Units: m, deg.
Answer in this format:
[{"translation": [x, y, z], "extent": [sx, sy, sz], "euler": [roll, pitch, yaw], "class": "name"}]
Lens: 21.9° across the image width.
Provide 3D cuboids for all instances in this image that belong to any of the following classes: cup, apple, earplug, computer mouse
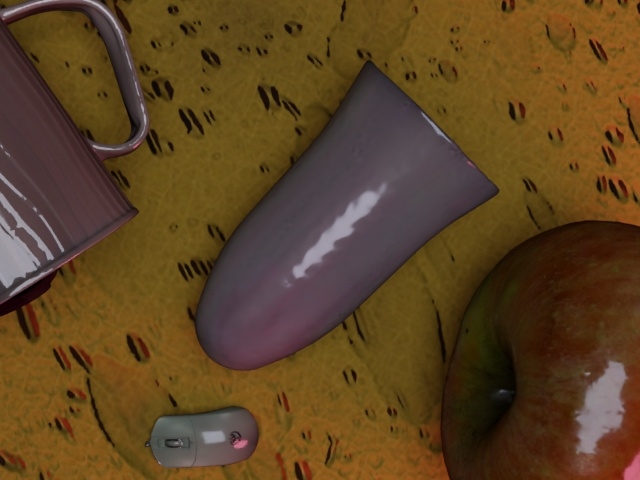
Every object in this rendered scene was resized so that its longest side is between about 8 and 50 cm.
[{"translation": [-0.294, -0.083, 1.452], "extent": [0.288, 0.208, 0.273], "euler": [-31, 95, 14], "class": "cup"}, {"translation": [0.257, 0.140, 1.507], "extent": [0.250, 0.277, 0.309], "euler": [13, 107, -23], "class": "apple"}, {"translation": [0.000, 0.000, 1.530], "extent": [0.172, 0.172, 0.301], "euler": [44, 93, -7], "class": "earplug"}, {"translation": [-0.113, 0.191, 1.583], "extent": [0.110, 0.032, 0.056], "euler": [-5, 93, -6], "class": "computer mouse"}]
